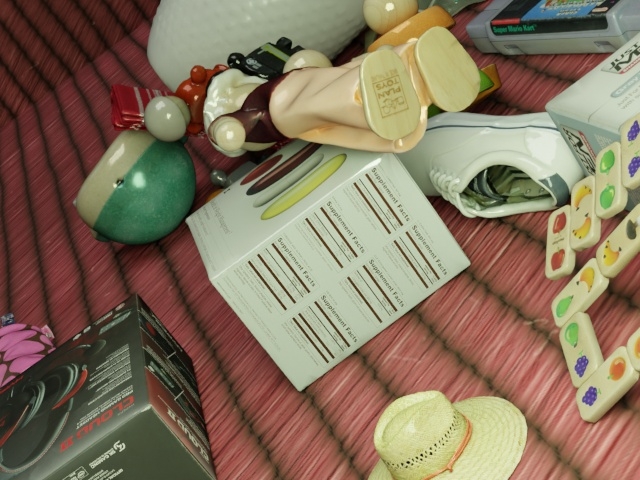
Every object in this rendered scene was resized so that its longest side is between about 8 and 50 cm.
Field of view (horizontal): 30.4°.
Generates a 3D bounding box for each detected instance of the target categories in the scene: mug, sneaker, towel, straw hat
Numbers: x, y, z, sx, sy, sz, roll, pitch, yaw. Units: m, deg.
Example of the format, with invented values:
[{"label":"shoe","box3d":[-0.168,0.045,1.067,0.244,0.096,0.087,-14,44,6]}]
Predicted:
[{"label":"mug","box3d":[-0.108,-0.375,1.872,0.328,0.276,0.374,-45,26,14]},{"label":"sneaker","box3d":[0.150,-0.070,1.156,0.258,0.094,0.091,-6,38,53]},{"label":"towel","box3d":[-0.158,-0.171,1.654,0.274,0.031,0.199,7,17,-15]},{"label":"straw hat","box3d":[0.076,0.148,0.876,0.144,0.061,0.144,-30,22,14]},{"label":"sneaker","box3d":[0.193,-0.356,1.722,0.152,0.054,0.061,-19,21,20]}]

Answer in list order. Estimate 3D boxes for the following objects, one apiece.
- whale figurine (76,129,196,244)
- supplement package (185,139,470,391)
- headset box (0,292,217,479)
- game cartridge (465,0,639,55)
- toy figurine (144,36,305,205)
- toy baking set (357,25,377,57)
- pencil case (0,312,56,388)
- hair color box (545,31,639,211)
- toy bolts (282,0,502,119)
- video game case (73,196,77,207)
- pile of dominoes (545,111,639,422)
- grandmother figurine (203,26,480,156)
[{"label":"whale figurine","box3d":[-0.245,-0.074,1.714,0.216,0.141,0.272,-53,-1,4]},{"label":"supplement package","box3d":[0.000,0.000,1.157,0.203,0.149,0.194,-37,23,-1]},{"label":"headset box","box3d":[-0.225,0.201,1.131,0.218,0.110,0.293,-35,22,3]},{"label":"game cartridge","box3d":[0.346,-0.306,1.392,0.230,0.068,0.355,-39,22,-18]},{"label":"toy figurine","box3d":[-0.091,-0.125,1.452,0.213,0.210,0.148,-10,22,46]},{"label":"toy baking set","box3d":[0.132,-0.362,1.836,0.256,0.030,0.197,-38,23,-5]},{"label":"pencil case","box3d":[-0.351,0.158,1.430,0.098,0.095,0.209,-25,21,-18]},{"label":"hair color box","box3d":[0.347,-0.086,0.882,0.185,0.114,0.374,-38,23,-4]},{"label":"toy bolts","box3d":[0.073,-0.186,1.334,0.228,0.158,0.218,-32,-1,25]},{"label":"video game case","box3d":[-0.318,-0.148,2.064,0.193,0.023,0.212,-20,28,33]},{"label":"pile of dominoes","box3d":[0.224,-0.024,0.821,0.251,0.040,0.196,-55,27,34]},{"label":"grandmother figurine","box3d":[-0.015,-0.126,1.113,0.207,0.104,0.342,-17,9,-29]}]
